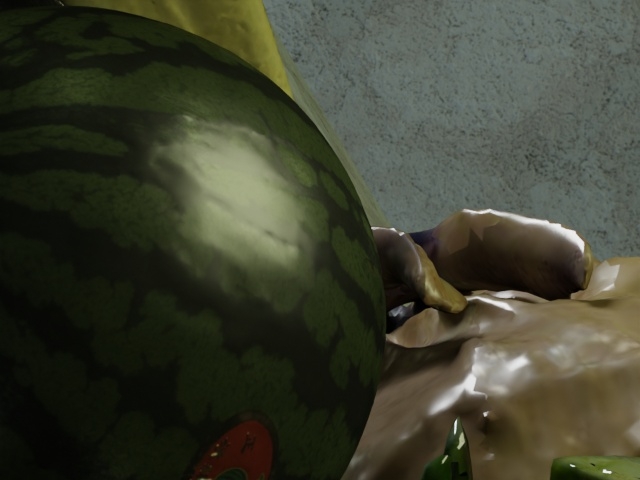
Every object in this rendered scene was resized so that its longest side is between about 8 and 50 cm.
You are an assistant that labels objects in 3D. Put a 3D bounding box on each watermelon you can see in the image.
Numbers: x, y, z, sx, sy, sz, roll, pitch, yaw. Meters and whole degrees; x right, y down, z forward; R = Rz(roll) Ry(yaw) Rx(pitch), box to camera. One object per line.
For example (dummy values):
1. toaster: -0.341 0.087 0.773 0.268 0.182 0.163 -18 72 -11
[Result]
1. watermelon: -0.081 0.027 0.638 0.212 0.212 0.212 57 6 -10

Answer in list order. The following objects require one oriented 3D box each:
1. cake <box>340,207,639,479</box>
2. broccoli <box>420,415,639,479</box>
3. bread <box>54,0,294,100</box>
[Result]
1. cake: 0.099 0.147 0.900 0.332 0.332 0.321 51 13 -47
2. broccoli: 0.037 0.185 0.492 0.304 0.283 0.321 17 19 -29
3. bread: -0.181 -0.219 1.453 0.345 0.242 0.404 -119 -166 -59
